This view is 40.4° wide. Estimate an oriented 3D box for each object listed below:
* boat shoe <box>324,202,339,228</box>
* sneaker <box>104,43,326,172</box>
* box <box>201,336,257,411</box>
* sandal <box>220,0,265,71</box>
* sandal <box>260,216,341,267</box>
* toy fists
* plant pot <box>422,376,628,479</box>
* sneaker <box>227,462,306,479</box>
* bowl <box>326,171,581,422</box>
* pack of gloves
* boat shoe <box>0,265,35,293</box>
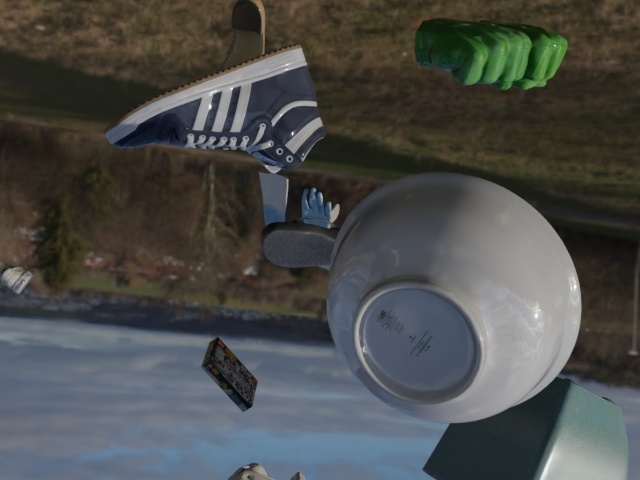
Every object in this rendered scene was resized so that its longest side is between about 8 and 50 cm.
[{"bbox_3d":[0.008,-0.054,2.134,0.038,0.046,0.125,9,-141,21],"label":"boat shoe"},{"bbox_3d":[-0.124,-0.138,1.128,0.282,0.153,0.099,-25,-170,-16],"label":"sneaker"},{"bbox_3d":[-0.186,0.276,1.796,0.027,0.137,0.094,-33,-160,18],"label":"box"},{"bbox_3d":[-0.139,-0.377,1.706,0.088,0.079,0.240,17,132,5],"label":"sandal"},{"bbox_3d":[0.000,0.001,1.455,0.255,0.054,0.097,7,140,-40],"label":"sandal"},{"bbox_3d":[0.267,-0.279,1.305,0.142,0.096,0.279,18,-160,37],"label":"toy fists"},{"bbox_3d":[0.379,0.358,1.499,0.248,0.252,0.247,27,175,-30],"label":"plant pot"},{"bbox_3d":[-0.132,0.391,1.191,0.305,0.152,0.114,3,143,-34],"label":"sneaker"},{"bbox_3d":[0.123,0.085,0.941,0.298,0.297,0.134,2,-160,23],"label":"bowl"},{"bbox_3d":[-0.061,-0.032,1.987,0.195,0.232,0.046,20,-136,28],"label":"pack of gloves"},{"bbox_3d":[-0.381,0.045,1.083,0.035,0.035,0.100,38,173,-12],"label":"boat shoe"}]
